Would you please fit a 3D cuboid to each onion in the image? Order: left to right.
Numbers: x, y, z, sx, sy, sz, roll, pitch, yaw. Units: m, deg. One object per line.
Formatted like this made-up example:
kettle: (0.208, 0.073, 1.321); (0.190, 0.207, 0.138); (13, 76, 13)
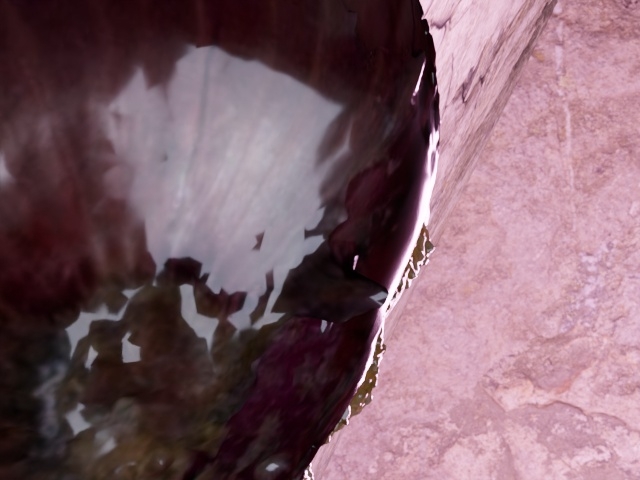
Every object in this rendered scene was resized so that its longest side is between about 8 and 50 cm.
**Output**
onion: (-0.095, -0.023, 0.509); (0.252, 0.219, 0.252); (-16, 124, -25)

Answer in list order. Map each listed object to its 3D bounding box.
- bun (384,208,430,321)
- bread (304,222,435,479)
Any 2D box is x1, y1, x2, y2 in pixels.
bun: (0.000, 0.000, 1.542); (0.173, 0.120, 0.173); (-54, 161, -29)
bread: (-0.069, 0.067, 1.104); (0.314, 0.171, 0.192); (-52, 153, 1)
